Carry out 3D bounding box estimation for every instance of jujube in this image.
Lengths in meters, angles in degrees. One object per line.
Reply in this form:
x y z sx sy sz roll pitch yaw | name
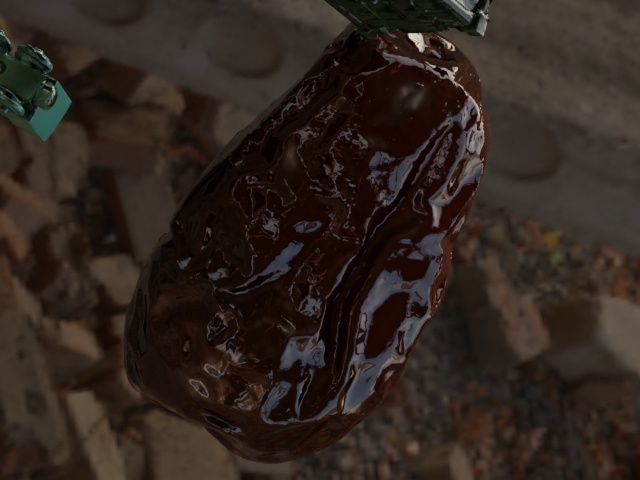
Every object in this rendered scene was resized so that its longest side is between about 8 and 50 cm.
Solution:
0.000 0.000 1.210 0.216 0.216 0.342 17 107 -46 | jujube

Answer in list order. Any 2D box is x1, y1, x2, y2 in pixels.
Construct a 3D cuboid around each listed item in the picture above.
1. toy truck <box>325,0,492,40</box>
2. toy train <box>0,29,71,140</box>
0.054 -0.239 0.799 0.121 0.088 0.259 31 72 -44 | toy truck
-0.137 -0.072 0.635 0.029 0.092 0.045 -58 166 -12 | toy train
